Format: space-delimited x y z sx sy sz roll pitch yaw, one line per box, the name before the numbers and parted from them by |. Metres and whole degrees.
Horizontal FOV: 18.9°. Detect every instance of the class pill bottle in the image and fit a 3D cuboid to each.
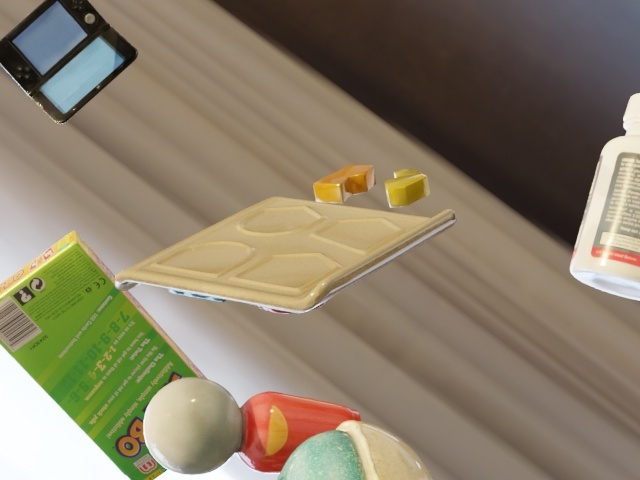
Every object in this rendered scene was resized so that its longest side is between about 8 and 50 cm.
pill bottle | 0.307 -0.040 1.800 0.108 0.108 0.180 78 -152 -80

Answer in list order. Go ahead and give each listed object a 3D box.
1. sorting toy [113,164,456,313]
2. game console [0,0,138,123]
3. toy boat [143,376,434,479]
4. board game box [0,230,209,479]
sorting toy | 0.000 0.000 1.673 0.307 0.229 0.041 -28 -65 -48
game console | -0.285 -0.209 2.134 0.122 0.107 0.071 -43 19 -7
toy boat | -0.026 0.201 1.214 0.318 0.148 0.267 -108 30 -55
board game box | -0.205 0.119 1.851 0.124 0.259 0.039 -35 25 7
